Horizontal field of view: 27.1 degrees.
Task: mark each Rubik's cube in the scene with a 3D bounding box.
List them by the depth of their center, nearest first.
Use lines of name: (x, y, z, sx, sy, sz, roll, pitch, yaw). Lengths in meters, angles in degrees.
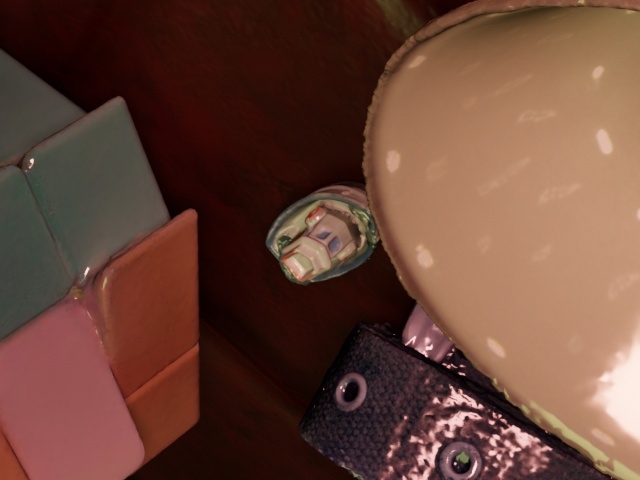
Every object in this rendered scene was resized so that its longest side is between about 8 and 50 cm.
Rubik's cube: (-0.283, 0.049, 0.981, 0.387, 0.358, 0.368, 53, 148, -2)

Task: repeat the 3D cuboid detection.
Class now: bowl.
bowl: (0.197, -0.011, 0.543, 0.337, 0.157, 0.337, 31, 154, 17)

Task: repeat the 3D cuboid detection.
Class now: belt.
belt: (0.103, 0.133, 0.896, 0.218, 0.128, 0.122, 32, 179, 9)

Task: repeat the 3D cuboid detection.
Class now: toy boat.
toy boat: (0.000, 0.000, 0.874, 0.059, 0.066, 0.140, 48, 148, -7)
